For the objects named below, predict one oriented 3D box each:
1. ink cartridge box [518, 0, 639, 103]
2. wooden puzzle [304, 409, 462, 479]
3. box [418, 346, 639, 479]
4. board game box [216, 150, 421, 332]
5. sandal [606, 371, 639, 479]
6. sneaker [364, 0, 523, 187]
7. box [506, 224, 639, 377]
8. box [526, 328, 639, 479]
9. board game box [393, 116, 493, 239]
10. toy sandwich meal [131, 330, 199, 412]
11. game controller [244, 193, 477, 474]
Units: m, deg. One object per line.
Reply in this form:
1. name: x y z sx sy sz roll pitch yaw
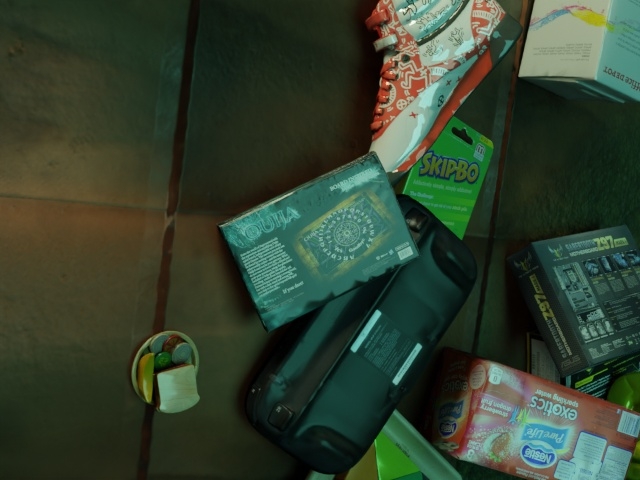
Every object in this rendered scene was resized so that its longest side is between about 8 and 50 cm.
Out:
1. ink cartridge box: 0.364 -0.281 1.172 0.128 0.127 0.176 12 91 -40
2. wooden puzzle: 0.065 0.332 1.060 0.221 0.044 0.239 47 60 -25
3. box: 0.275 0.242 1.159 0.256 0.122 0.128 20 86 -20
4. board game box: 0.000 0.000 0.933 0.186 0.026 0.126 -25 102 -11
5. sandal: 0.471 0.359 1.300 0.138 0.126 0.318 22 86 -44
6. sneaker: 0.089 -0.181 0.994 0.145 0.090 0.270 39 91 -5
7. box: 0.390 0.080 1.254 0.232 0.059 0.183 -9 70 -39
8. box: 0.451 0.230 1.382 0.322 0.079 0.257 -14 105 -37
9. board game box: 0.128 -0.025 1.087 0.124 0.039 0.260 25 85 -38
10. toy sandwich meal: -0.151 0.133 0.888 0.085 0.029 0.086 -9 105 -39
11. game controller: 0.054 0.108 1.005 0.166 0.067 0.319 42 78 -31
